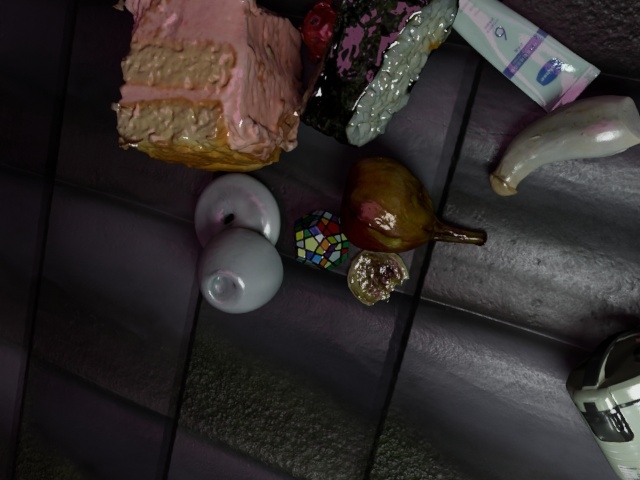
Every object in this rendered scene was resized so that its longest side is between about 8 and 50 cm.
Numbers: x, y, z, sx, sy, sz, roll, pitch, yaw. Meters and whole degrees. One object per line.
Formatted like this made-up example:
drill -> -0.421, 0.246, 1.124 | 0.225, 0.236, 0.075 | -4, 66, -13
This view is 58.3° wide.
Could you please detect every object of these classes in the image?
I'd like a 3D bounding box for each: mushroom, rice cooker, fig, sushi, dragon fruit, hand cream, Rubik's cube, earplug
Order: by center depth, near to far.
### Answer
rice cooker -> 0.546, 0.275, 0.966 | 0.226, 0.226, 0.244 | -29, 89, 22
mushroom -> 0.423, -0.174, 1.027 | 0.270, 0.103, 0.118 | -22, 82, 32
sushi -> 0.097, -0.346, 1.057 | 0.171, 0.211, 0.350 | 41, 120, 19
hand cream -> 0.349, -0.366, 1.060 | 0.321, 0.067, 0.109 | 40, 108, 4
fig -> 0.169, -0.048, 1.092 | 0.290, 0.191, 0.190 | 21, 104, 19
dragon fruit -> 0.006, -0.425, 1.169 | 0.112, 0.068, 0.126 | 11, 100, 22
Rubik's cube -> 0.000, 0.000, 1.198 | 0.112, 0.133, 0.133 | -4, 96, -8
earplug -> -0.186, 0.005, 1.241 | 0.214, 0.175, 0.325 | -26, 57, 23

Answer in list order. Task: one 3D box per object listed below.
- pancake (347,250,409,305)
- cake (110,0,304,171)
pancake -> 0.115, 0.072, 1.211 | 0.116, 0.023, 0.129 | 43, 105, 11
cake -> -0.199, -0.307, 1.142 | 0.293, 0.314, 0.306 | 2, 88, 19
